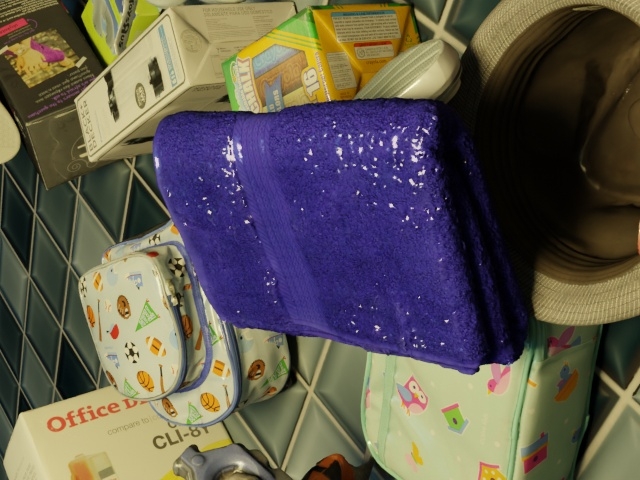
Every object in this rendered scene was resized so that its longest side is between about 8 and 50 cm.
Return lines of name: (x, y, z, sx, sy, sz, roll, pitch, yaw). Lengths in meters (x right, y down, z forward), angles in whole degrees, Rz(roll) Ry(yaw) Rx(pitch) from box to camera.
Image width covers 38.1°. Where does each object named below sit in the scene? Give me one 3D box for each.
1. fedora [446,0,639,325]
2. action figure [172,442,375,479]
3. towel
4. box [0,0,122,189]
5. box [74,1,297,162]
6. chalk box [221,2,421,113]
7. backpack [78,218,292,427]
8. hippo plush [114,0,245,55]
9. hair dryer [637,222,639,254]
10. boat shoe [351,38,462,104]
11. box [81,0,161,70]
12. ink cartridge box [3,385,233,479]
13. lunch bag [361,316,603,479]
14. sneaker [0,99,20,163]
fedora: (0.214, -0.074, 0.670, 0.244, 0.124, 0.275, 63, 149, 21)
action figure: (0.017, 0.331, 0.890, 0.341, 0.330, 0.179, 40, 132, 39)
towel: (0.000, 0.000, 0.746, 0.308, 0.076, 0.228, 3, 127, 42)
box: (-0.419, -0.243, 1.420, 0.270, 0.143, 0.165, 56, 160, 26)
box: (-0.161, -0.183, 1.105, 0.290, 0.169, 0.087, -22, 83, 55)
chalk box: (-0.006, -0.142, 0.940, 0.213, 0.132, 0.132, -14, 90, 53)
backpack: (-0.162, 0.103, 1.180, 0.276, 0.213, 0.263, -18, 97, 51)
hippo plush: (-0.175, -0.335, 1.019, 0.236, 0.234, 0.294, 25, 120, 48)
hair dryer: (0.307, 0.063, 0.526, 0.293, 0.080, 0.223, 38, 135, 0)
boat shoe: (0.052, -0.083, 0.763, 0.076, 0.083, 0.226, 36, 145, -16)
box: (-0.285, -0.330, 1.333, 0.178, 0.042, 0.109, -40, 69, 52)
ink cartridge box: (-0.240, 0.394, 1.298, 0.385, 0.279, 0.160, 58, 139, 24)
lunch bag: (0.131, 0.127, 0.860, 0.224, 0.108, 0.279, 30, 124, 45)
sneaker: (-0.546, -0.250, 1.358, 0.147, 0.104, 0.296, 15, 132, 60)
